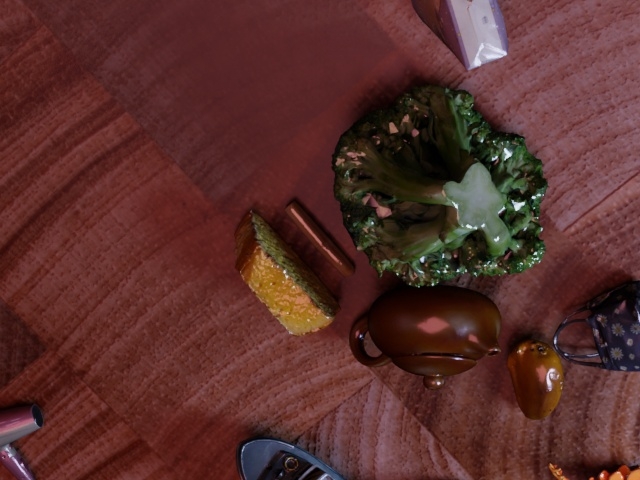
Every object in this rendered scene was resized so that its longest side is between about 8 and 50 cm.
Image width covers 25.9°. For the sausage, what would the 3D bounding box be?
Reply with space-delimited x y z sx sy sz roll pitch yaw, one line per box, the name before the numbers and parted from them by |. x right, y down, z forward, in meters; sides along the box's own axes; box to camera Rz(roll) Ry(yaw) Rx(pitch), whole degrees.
sausage | 0.000 0.000 1.897 0.024 0.024 0.132 -39 100 17

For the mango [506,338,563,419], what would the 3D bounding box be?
mango | 0.298 0.192 1.914 0.077 0.063 0.127 19 126 43

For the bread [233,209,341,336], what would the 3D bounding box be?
bread | -0.052 0.050 1.879 0.065 0.103 0.187 -36 107 18

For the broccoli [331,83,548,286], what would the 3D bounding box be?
broccoli | 0.151 -0.063 1.752 0.294 0.245 0.265 18 92 -26

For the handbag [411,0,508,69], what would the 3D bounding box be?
handbag | 0.171 -0.293 1.709 0.095 0.173 0.117 -20 117 -3

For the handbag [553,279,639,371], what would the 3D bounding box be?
handbag | 0.383 0.130 1.881 0.139 0.072 0.115 -16 111 18

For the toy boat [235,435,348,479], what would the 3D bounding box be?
toy boat | -0.003 0.380 1.978 0.296 0.122 0.114 41 72 -11

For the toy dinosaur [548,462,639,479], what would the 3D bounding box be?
toy dinosaur | 0.443 0.377 1.965 0.117 0.070 0.288 -43 105 7

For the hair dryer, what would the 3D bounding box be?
hair dryer | -0.444 0.316 2.050 0.106 0.054 0.154 -14 117 6

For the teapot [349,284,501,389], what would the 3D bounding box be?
teapot | 0.134 0.133 1.853 0.252 0.178 0.135 -12 68 42
